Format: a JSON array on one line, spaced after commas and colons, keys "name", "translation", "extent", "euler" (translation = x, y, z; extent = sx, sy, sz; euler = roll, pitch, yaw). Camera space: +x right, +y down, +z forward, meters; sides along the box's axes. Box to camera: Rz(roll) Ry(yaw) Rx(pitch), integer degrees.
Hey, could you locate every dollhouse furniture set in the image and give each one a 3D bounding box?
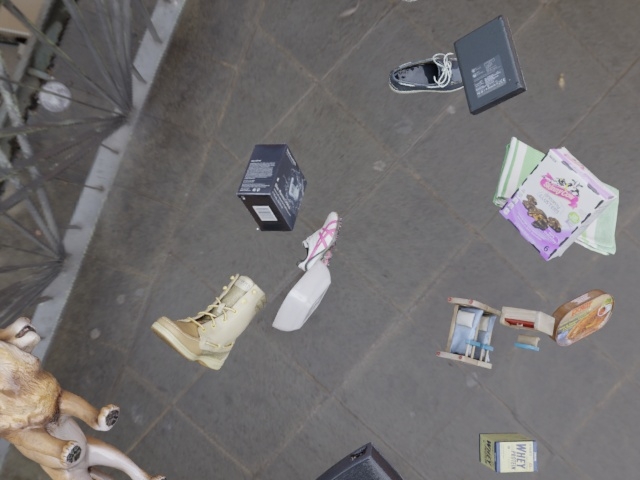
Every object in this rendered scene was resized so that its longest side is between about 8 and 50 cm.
[{"name": "dollhouse furniture set", "translation": [0.359, 0.199, 1.307], "extent": [0.129, 0.184, 0.129], "euler": [22, 77, -46]}]

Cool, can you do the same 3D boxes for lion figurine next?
[{"name": "lion figurine", "translation": [-0.397, 0.299, 0.961], "extent": [0.240, 0.142, 0.392], "euler": [13, 130, 24]}]

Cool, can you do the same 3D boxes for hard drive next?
[{"name": "hard drive", "translation": [0.270, -0.282, 1.023], "extent": [0.022, 0.094, 0.135], "euler": [10, 65, -46]}, {"name": "hard drive", "translation": [0.082, 0.643, 1.596], "extent": [0.255, 0.054, 0.172], "euler": [-41, 89, 14]}]

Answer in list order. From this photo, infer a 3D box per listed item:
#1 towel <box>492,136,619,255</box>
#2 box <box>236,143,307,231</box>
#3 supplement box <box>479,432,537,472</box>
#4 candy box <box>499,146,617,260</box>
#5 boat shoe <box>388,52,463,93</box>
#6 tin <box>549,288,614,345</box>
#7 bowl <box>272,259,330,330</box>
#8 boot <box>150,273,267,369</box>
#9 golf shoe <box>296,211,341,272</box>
[{"name": "towel", "translation": [0.609, -0.116, 1.618], "extent": [0.325, 0.038, 0.247], "euler": [25, 54, -2]}, {"name": "box", "translation": [-0.115, -0.129, 1.560], "extent": [0.093, 0.156, 0.158], "euler": [1, 57, 22]}, {"name": "supplement box", "translation": [0.360, 0.407, 1.222], "extent": [0.083, 0.083, 0.056], "euler": [1, 84, -9]}, {"name": "candy box", "translation": [0.528, -0.083, 1.426], "extent": [0.070, 0.196, 0.164], "euler": [-12, 54, -42]}, {"name": "boat shoe", "translation": [0.312, -0.455, 1.721], "extent": [0.255, 0.079, 0.095], "euler": [-3, 88, 1]}, {"name": "tin", "translation": [0.620, 0.182, 1.512], "extent": [0.190, 0.040, 0.106], "euler": [-20, 126, -21]}, {"name": "bowl", "translation": [-0.032, 0.122, 1.337], "extent": [0.053, 0.142, 0.142], "euler": [33, 44, 8]}, {"name": "boot", "translation": [-0.217, 0.151, 1.302], "extent": [0.095, 0.262, 0.203], "euler": [34, 82, 28]}, {"name": "golf shoe", "translation": [0.000, 0.000, 1.614], "extent": [0.086, 0.067, 0.186], "euler": [18, 62, 3]}]
